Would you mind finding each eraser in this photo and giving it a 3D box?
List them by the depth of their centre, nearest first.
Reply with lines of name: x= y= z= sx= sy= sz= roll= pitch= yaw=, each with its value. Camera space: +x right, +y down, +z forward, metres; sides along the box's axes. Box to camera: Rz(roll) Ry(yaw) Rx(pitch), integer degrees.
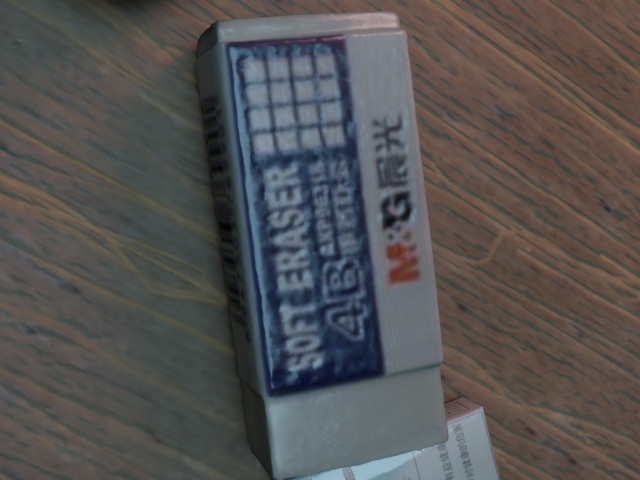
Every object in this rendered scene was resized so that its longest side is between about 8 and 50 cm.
eraser: x=0.000 y=0.000 z=0.581 sx=0.124 sy=0.081 sz=0.278 roll=-8 pitch=95 yaw=-18

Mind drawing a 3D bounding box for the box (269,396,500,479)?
box: x=0.050 y=0.176 z=0.627 sx=0.154 sy=0.040 sz=0.084 roll=-17 pitch=100 yaw=-16
